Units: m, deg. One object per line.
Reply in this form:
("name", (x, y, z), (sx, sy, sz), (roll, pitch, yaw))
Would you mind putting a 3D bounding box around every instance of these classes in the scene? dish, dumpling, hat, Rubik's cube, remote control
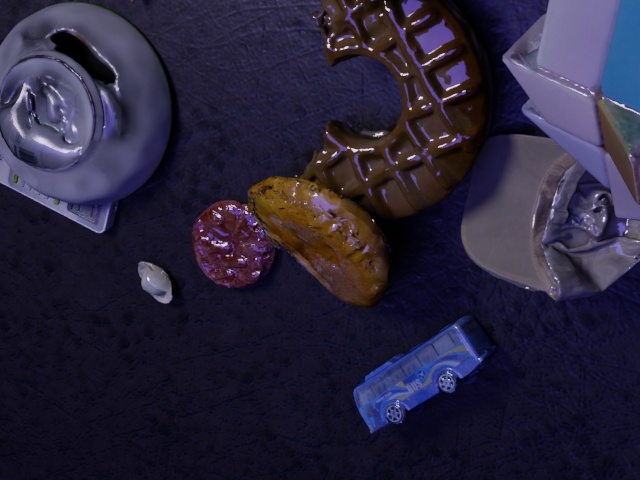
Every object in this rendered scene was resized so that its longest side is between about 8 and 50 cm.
("dish", (-0.399, -0.202, 1.770), (0.324, 0.124, 0.324), (6, 106, 20))
("dumpling", (-0.275, 0.071, 1.893), (0.077, 0.043, 0.059), (31, 138, -7))
("hat", (0.321, -0.043, 1.553), (0.245, 0.149, 0.214), (31, 113, 56))
("Rubik's cube", (0.424, -0.207, 1.293), (0.387, 0.358, 0.368), (35, 162, 37))
("remote control", (-0.447, -0.106, 1.905), (0.250, 0.034, 0.103), (27, 119, 13))

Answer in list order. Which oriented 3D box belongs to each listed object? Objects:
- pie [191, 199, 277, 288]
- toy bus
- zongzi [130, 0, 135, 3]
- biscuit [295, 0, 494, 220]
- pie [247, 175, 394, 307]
("pie", (-0.139, 0.006, 1.805), (0.154, 0.036, 0.154), (8, 112, 22))
("toy bus", (0.155, 0.202, 1.727), (0.236, 0.079, 0.094), (-37, 76, 31))
("zongzi", (-0.215, -0.427, 1.637), (0.195, 0.099, 0.197), (10, 124, 22))
("biscuit", (0.105, -0.197, 1.566), (0.268, 0.115, 0.366), (13, 116, 20))
("pie", (-0.001, 0.000, 1.641), (0.273, 0.069, 0.273), (34, 157, 17))
